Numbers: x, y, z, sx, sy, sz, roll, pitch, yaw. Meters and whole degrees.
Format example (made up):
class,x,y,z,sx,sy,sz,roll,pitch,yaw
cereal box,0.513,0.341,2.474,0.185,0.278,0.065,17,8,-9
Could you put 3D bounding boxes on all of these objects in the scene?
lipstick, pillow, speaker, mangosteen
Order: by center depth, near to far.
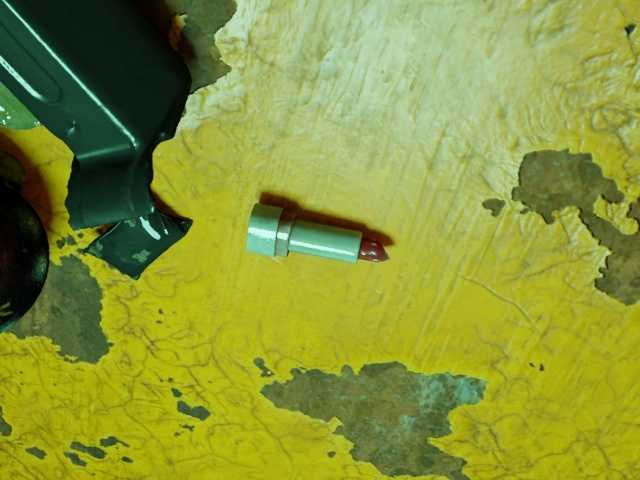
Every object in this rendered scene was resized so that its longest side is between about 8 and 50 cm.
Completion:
class,x,y,z,sx,sy,sz,roll,pitch,yaw
speaker,-0.309,-0.211,0.950,0.180,0.184,0.388,-11,133,34
lipstick,0.000,-0.001,1.139,0.187,0.057,0.063,11,129,3
mangosteen,-0.504,0.002,1.180,0.288,0.288,0.287,9,128,11
pillow,-0.256,-0.001,1.222,0.090,0.048,0.150,44,124,-13

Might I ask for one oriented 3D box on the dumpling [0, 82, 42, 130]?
class,x,y,z,sx,sy,sz,roll,pitch,yaw
dumpling,-0.448,-0.272,1.053,0.166,0.086,0.332,-22,122,-7
